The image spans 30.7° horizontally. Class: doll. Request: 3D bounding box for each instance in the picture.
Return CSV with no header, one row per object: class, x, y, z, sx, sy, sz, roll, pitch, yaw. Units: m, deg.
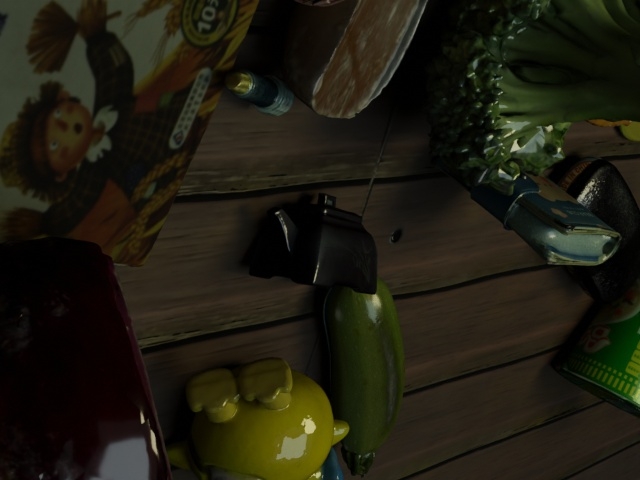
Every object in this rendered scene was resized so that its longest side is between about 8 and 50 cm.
doll,-0.065,0.226,1.276,0.199,0.145,0.363,-8,147,3

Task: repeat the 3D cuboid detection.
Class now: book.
book,-0.231,-0.130,0.849,0.428,0.039,0.300,8,111,-53

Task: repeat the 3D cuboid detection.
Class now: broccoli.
broccoli,0.252,-0.209,1.175,0.375,0.302,0.249,-35,102,-20

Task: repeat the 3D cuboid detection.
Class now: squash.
squash,0.056,0.162,1.391,0.094,0.094,0.341,-32,136,-30

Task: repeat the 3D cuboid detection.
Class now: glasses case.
glasses case,0.398,-0.009,1.663,0.122,0.082,0.321,-53,144,-7

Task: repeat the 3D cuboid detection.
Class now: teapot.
teapot,0.000,0.000,1.203,0.177,0.087,0.096,13,84,-54

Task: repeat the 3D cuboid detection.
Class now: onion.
onion,-0.243,0.171,0.883,0.260,0.282,0.337,-18,144,-15

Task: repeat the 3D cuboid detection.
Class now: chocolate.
chocolate,0.041,-0.240,1.052,0.254,0.080,0.157,-63,160,13

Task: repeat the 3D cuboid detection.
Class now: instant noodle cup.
instant noodle cup,0.513,0.151,1.855,0.207,0.207,0.233,33,84,-55

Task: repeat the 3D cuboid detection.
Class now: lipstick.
lipstick,-0.057,-0.134,1.026,0.037,0.037,0.116,-60,164,7

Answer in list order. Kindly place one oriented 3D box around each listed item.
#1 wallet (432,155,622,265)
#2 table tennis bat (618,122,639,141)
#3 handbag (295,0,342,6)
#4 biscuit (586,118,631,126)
wallet,0.231,-0.050,1.327,0.141,0.202,0.059,5,124,-50
table tennis bat,0.482,-0.283,1.575,0.224,0.054,0.369,-35,144,-21
handbag,-0.022,-0.283,0.859,0.116,0.179,0.205,1,100,-44
biscuit,0.412,-0.253,1.476,0.254,0.035,0.254,-19,135,-20
